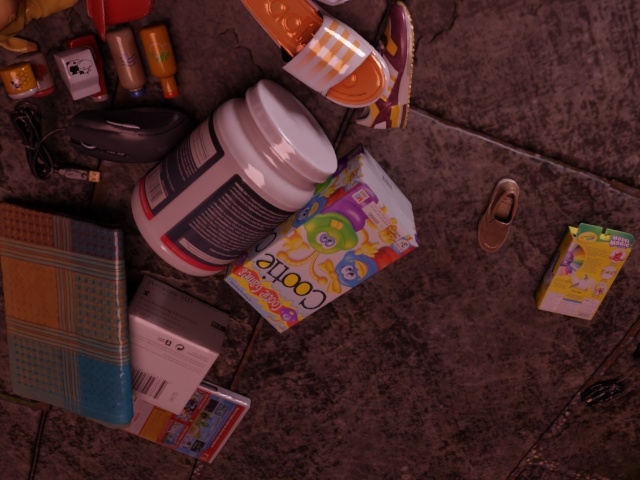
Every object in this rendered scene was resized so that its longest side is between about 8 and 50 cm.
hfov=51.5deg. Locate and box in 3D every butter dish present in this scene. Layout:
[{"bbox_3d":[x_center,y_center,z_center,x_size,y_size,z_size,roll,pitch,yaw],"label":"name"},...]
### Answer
[{"bbox_3d":[-0.254,-0.359,0.874,0.118,0.160,0.160,-8,124,-21],"label":"butter dish"}]

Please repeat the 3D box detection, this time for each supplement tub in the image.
[{"bbox_3d":[-0.130,-0.089,0.993,0.272,0.191,0.191,-36,114,22],"label":"supplement tub"}]

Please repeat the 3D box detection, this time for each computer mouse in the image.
[{"bbox_3d":[0.601,0.253,1.264,0.071,0.041,0.242,32,118,-17],"label":"computer mouse"},{"bbox_3d":[-0.331,-0.132,1.027,0.262,0.060,0.184,-1,152,-17],"label":"computer mouse"}]

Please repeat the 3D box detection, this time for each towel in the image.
[{"bbox_3d":[-0.436,0.129,1.139,0.271,0.040,0.370,12,110,21],"label":"towel"}]

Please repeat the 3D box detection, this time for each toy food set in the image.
[{"bbox_3d":[-0.325,-0.229,0.945,0.232,0.111,0.104,-28,125,-26],"label":"toy food set"}]

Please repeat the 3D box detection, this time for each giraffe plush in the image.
[{"bbox_3d":[-0.444,-0.321,0.873,0.181,0.170,0.210,35,117,-18],"label":"giraffe plush"}]

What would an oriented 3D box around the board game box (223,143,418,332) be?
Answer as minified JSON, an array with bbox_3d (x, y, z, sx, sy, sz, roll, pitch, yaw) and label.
[{"bbox_3d":[0.000,0.000,1.071,0.275,0.142,0.144,-34,114,21],"label":"board game box"}]

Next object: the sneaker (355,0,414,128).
[{"bbox_3d":[0.088,-0.248,0.958,0.084,0.069,0.185,0,120,2],"label":"sneaker"}]

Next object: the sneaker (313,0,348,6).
[{"bbox_3d":[0.082,-0.364,0.835,0.282,0.153,0.099,-5,122,5],"label":"sneaker"}]

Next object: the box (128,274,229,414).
[{"bbox_3d":[-0.291,0.193,1.216,0.181,0.119,0.182,27,119,-13],"label":"box"}]

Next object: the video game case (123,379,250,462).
[{"bbox_3d":[-0.314,0.345,1.367,0.285,0.025,0.204,26,119,-13],"label":"video game case"}]

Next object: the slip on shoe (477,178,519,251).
[{"bbox_3d":[0.296,-0.035,1.097,0.051,0.041,0.135,11,122,-4],"label":"slip on shoe"}]

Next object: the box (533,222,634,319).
[{"bbox_3d":[0.451,0.049,1.143,0.105,0.043,0.179,13,124,-5],"label":"box"}]

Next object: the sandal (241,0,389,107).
[{"bbox_3d":[-0.026,-0.274,0.912,0.265,0.076,0.102,41,122,-5],"label":"sandal"}]
